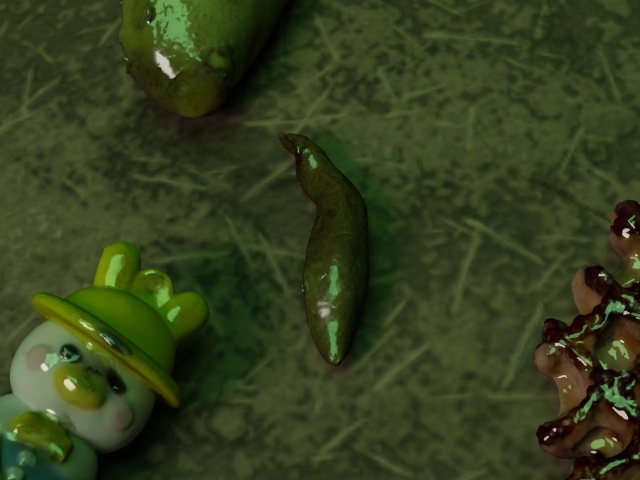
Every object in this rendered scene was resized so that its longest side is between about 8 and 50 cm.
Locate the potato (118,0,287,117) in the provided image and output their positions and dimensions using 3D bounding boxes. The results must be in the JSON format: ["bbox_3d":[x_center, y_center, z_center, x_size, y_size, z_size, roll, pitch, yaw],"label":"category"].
[{"bbox_3d":[-0.065,-0.157,0.840,0.105,0.085,0.188,18,64,-8],"label":"potato"}]

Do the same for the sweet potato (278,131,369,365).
[{"bbox_3d":[0.006,0.000,0.760,0.041,0.038,0.153,4,54,-17],"label":"sweet potato"}]

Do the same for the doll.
[{"bbox_3d":[-0.144,0.108,0.679,0.135,0.099,0.241,23,66,25],"label":"doll"}]

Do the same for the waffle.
[{"bbox_3d":[0.221,0.074,0.680,0.234,0.055,0.221,10,59,7],"label":"waffle"}]
